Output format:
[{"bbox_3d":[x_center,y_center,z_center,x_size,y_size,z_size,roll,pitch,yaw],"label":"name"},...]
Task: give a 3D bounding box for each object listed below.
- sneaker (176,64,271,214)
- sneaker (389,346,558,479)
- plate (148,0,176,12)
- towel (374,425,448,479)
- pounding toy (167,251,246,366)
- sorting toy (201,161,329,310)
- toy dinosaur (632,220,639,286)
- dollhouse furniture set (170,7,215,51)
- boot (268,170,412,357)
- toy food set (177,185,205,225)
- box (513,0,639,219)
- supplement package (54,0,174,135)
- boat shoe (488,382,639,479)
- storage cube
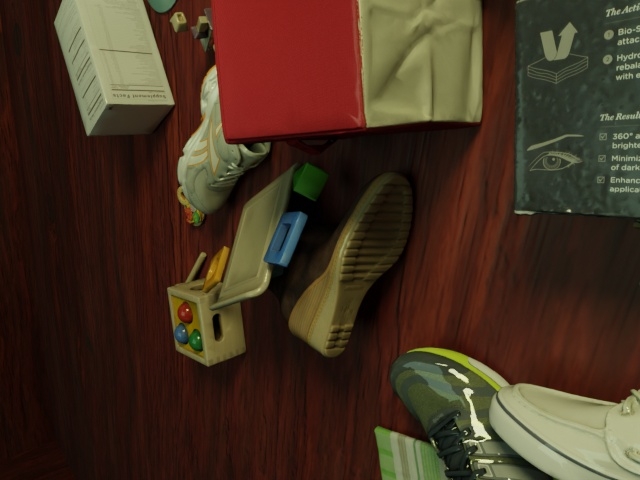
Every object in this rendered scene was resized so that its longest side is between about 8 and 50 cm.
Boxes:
[{"bbox_3d":[-0.139,-0.131,0.758,0.121,0.099,0.263,45,132,26],"label":"sneaker"},{"bbox_3d":[0.166,0.231,0.482,0.300,0.121,0.111,48,132,30],"label":"sneaker"},{"bbox_3d":[-0.294,-0.509,0.882,0.188,0.024,0.188,16,112,47],"label":"plate"},{"bbox_3d":[0.134,0.302,0.622,0.152,0.023,0.113,-2,96,52],"label":"towel"},{"bbox_3d":[-0.246,0.119,0.948,0.206,0.094,0.181,6,105,48],"label":"pounding toy"},{"bbox_3d":[-0.082,0.005,0.697,0.347,0.047,0.196,-24,46,58],"label":"sorting toy"},{"bbox_3d":[0.294,0.035,0.334,0.183,0.053,0.093,28,119,42],"label":"toy dinosaur"},{"bbox_3d":[-0.175,-0.285,0.774,0.081,0.090,0.115,-28,82,64],"label":"dollhouse furniture set"},{"bbox_3d":[0.000,0.000,0.640,0.207,0.090,0.249,43,115,50],"label":"boot"},{"bbox_3d":[-0.246,-0.069,0.952,0.082,0.020,0.083,-4,97,49],"label":"toy food set"},{"bbox_3d":[0.228,-0.097,0.342,0.155,0.093,0.159,10,109,48],"label":"box"},{"bbox_3d":[-0.401,-0.343,0.963,0.133,0.139,0.244,-24,81,48],"label":"supplement package"},{"bbox_3d":[0.262,0.156,0.375,0.267,0.096,0.088,17,109,44],"label":"boat shoe"},{"bbox_3d":[0.026,-0.193,0.479,0.193,0.183,0.215,7,105,46],"label":"storage cube"}]
